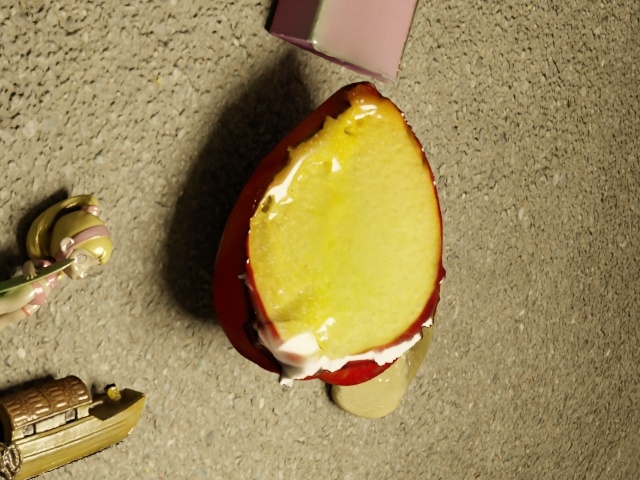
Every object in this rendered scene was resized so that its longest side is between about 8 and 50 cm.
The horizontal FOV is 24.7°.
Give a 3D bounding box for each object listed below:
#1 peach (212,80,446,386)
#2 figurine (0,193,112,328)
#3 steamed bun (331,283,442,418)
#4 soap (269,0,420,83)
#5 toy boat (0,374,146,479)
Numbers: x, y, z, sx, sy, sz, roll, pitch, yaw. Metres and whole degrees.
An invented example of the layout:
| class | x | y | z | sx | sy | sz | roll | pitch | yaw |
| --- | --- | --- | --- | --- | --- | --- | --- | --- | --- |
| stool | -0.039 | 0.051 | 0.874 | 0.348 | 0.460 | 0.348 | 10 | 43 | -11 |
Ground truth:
| class | x | y | z | sx | sy | sz | roll | pitch | yaw |
| --- | --- | --- | --- | --- | --- | --- | --- | --- | --- |
| peach | 0.000 | 0.000 | 1.702 | 0.257 | 0.201 | 0.362 | 12 | 79 | -21 |
| figurine | -0.285 | 0.028 | 1.473 | 0.187 | 0.083 | 0.083 | -44 | 134 | -15 |
| steamed bun | 0.087 | 0.130 | 1.918 | 0.231 | 0.110 | 0.212 | -19 | 118 | -43 |
| soap | 0.051 | -0.333 | 1.728 | 0.181 | 0.081 | 0.259 | 14 | 93 | -51 |
| toy boat | -0.277 | 0.190 | 1.530 | 0.226 | 0.068 | 0.088 | -16 | 109 | -46 |
